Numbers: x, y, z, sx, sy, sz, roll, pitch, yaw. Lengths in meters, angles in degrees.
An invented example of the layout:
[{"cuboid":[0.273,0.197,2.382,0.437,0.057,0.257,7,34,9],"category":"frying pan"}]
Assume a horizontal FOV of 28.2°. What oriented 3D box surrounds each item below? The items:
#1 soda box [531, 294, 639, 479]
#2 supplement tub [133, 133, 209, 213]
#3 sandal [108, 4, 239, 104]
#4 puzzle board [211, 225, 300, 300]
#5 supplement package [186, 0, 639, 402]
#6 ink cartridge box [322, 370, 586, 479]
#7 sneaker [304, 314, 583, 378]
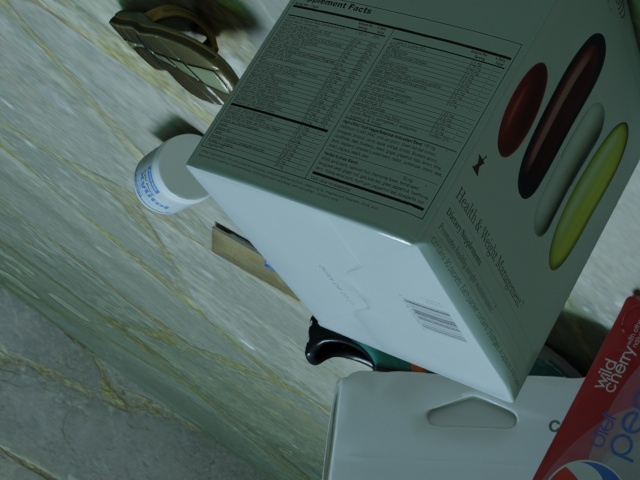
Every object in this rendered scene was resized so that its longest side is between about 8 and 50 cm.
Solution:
[{"cuboid":[0.231,0.178,1.000,0.092,0.263,0.083,22,161,27],"category":"soda box"},{"cuboid":[-0.146,-0.067,1.295,0.071,0.071,0.107,35,163,-13],"category":"supplement tub"},{"cuboid":[-0.113,-0.160,1.019,0.072,0.049,0.180,51,170,-36],"category":"sandal"},{"cuboid":[-0.075,0.027,1.547,0.128,0.011,0.096,29,162,4],"category":"puzzle board"},{"cuboid":[0.069,-0.055,0.715,0.149,0.203,0.194,20,161,32],"category":"supplement package"},{"cuboid":[0.190,0.269,1.283,0.279,0.160,0.384,-2,155,21],"category":"ink cartridge box"},{"cuboid":[0.123,0.134,1.313,0.302,0.121,0.108,22,160,25],"category":"sneaker"}]
